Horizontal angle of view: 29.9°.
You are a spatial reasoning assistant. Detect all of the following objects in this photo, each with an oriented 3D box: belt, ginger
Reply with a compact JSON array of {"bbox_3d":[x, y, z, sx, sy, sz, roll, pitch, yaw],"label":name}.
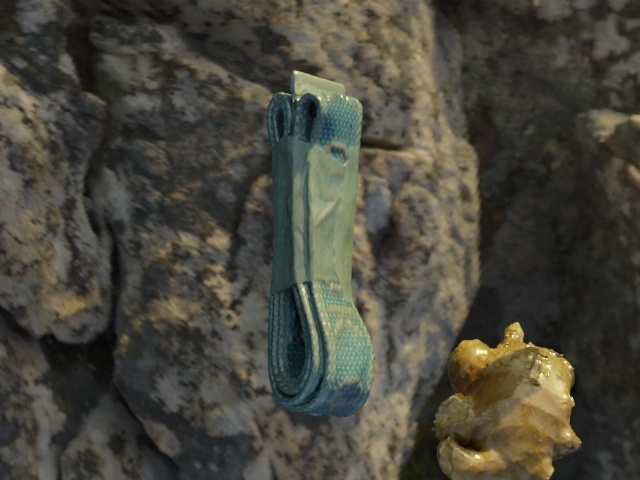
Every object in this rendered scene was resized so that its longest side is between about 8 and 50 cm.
[{"bbox_3d":[0.000,0.000,1.033,0.072,0.087,0.302,8,73,-33],"label":"belt"},{"bbox_3d":[0.206,0.179,1.305,0.157,0.216,0.102,5,139,10],"label":"ginger"}]
